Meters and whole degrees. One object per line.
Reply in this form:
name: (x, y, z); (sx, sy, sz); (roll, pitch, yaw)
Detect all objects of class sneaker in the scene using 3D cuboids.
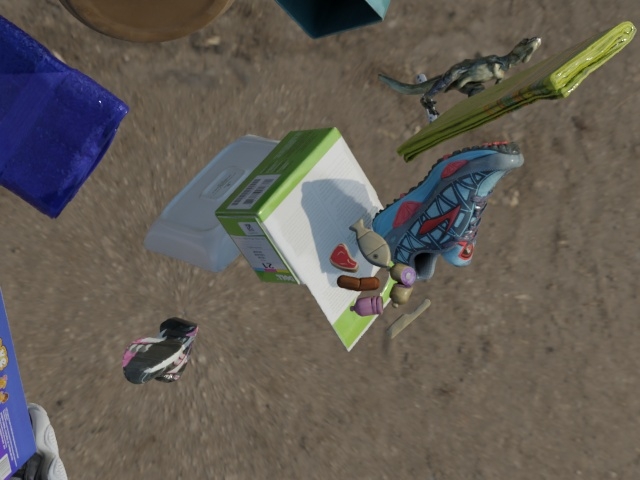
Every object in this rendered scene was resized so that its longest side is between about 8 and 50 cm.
sneaker: (-0.225, 0.177, 1.600); (0.072, 0.178, 0.077); (11, 108, 20)
sneaker: (-0.409, 0.318, 1.426); (0.153, 0.268, 0.101); (-12, 128, -20)
sneaker: (0.182, -0.031, 1.429); (0.104, 0.262, 0.125); (-8, 68, -39)

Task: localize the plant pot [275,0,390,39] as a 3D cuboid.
plant pot: (0.037, -0.473, 1.751); (0.166, 0.165, 0.234); (42, 61, -33)

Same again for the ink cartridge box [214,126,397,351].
ink cartridge box: (0.000, 0.000, 1.535); (0.189, 0.097, 0.255); (-49, 122, -30)

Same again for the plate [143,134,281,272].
plate: (-0.143, -0.077, 1.765); (0.277, 0.278, 0.045); (-46, 120, -18)

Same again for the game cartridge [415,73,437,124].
game cartridge: (0.175, -0.232, 1.821); (0.017, 0.056, 0.083); (-16, 92, -1)

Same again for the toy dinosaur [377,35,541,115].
toy dinosaur: (0.206, -0.234, 1.661); (0.268, 0.064, 0.118); (-10, 42, 23)

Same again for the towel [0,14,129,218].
towel: (-0.475, -0.206, 1.712); (0.308, 0.076, 0.227); (35, 104, -10)

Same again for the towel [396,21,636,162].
towel: (0.158, -0.120, 0.934); (0.102, 0.237, 0.021); (-36, 97, -26)

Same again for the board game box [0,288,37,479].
board game box: (-0.480, 0.111, 1.309); (0.233, 0.078, 0.347); (13, 125, 23)

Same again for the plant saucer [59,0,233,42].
plant saucer: (-0.232, -0.370, 1.500); (0.278, 0.278, 0.041); (-7, 52, -7)

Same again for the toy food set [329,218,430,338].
toy food set: (0.052, 0.039, 1.135); (0.078, 0.019, 0.122); (-41, 66, -5)
